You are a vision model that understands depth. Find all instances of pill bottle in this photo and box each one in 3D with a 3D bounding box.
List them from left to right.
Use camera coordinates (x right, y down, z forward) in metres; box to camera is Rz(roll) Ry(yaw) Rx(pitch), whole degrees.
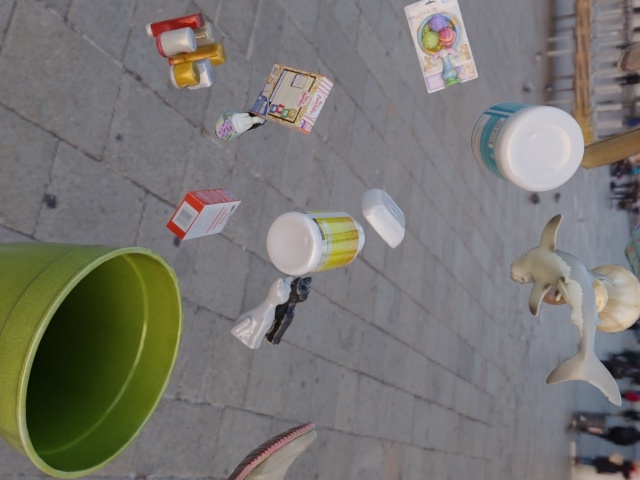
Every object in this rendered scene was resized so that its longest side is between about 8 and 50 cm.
[{"bbox_3d":[0.000,0.000,1.271,0.215,0.117,0.117,-7,96,-59],"label":"pill bottle"},{"bbox_3d":[0.364,-0.181,1.227,0.264,0.146,0.146,-103,-175,-75],"label":"pill bottle"}]

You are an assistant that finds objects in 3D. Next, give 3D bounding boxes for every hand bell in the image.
[{"bbox_3d":[0.440,0.094,1.143,0.242,0.126,0.126,8,82,-40],"label":"hand bell"}]

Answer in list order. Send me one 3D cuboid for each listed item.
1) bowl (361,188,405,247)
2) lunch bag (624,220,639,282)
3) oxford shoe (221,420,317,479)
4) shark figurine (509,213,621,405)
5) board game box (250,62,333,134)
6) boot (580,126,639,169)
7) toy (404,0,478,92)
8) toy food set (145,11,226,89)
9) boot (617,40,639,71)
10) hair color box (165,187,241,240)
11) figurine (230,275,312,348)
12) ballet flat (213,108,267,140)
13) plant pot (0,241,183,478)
[{"bbox_3d":[0.165,-0.063,1.671,0.142,0.053,0.142,49,23,-20],"label":"bowl"},{"bbox_3d":[0.756,0.008,1.420,0.224,0.108,0.279,-61,176,30],"label":"lunch bag"},{"bbox_3d":[-0.129,0.530,1.440,0.348,0.123,0.130,-34,84,-25],"label":"oxford shoe"},{"bbox_3d":[0.372,0.079,0.942,0.278,0.116,0.166,-99,-157,-53],"label":"shark figurine"},{"bbox_3d":[-0.076,-0.366,1.702,0.045,0.193,0.146,26,91,-50],"label":"board game box"},{"bbox_3d":[0.798,-0.241,1.720,0.236,0.270,0.089,-20,92,-45],"label":"boot"},{"bbox_3d":[0.316,-0.523,1.745,0.056,0.137,0.237,-48,121,-72],"label":"toy"},{"bbox_3d":[-0.243,-0.319,1.132,0.232,0.105,0.111,-81,160,-61],"label":"toy food set"},{"bbox_3d":[0.618,-0.343,1.280,0.042,0.087,0.118,51,51,-29],"label":"boot"},{"bbox_3d":[-0.246,-0.059,1.413,0.093,0.053,0.167,-54,168,16],"label":"hair color box"},{"bbox_3d":[-0.120,0.178,1.776,0.209,0.092,0.215,-53,162,10],"label":"figurine"},{"bbox_3d":[-0.211,-0.330,1.843,0.221,0.079,0.076,-39,119,-60],"label":"ballet flat"},{"bbox_3d":[-0.481,0.152,1.098,0.366,0.353,0.366,13,90,-69],"label":"plant pot"}]
